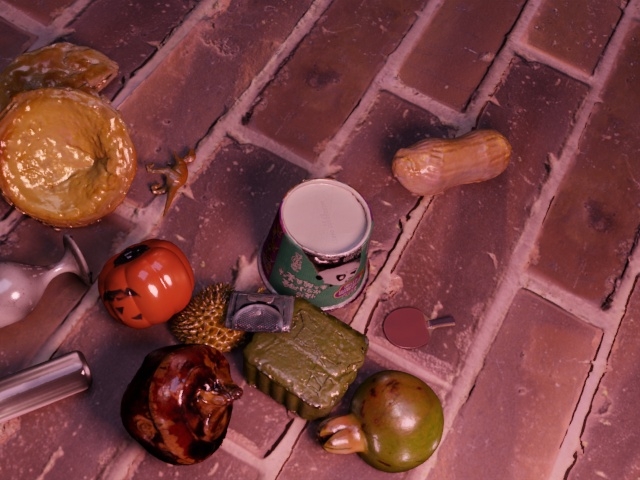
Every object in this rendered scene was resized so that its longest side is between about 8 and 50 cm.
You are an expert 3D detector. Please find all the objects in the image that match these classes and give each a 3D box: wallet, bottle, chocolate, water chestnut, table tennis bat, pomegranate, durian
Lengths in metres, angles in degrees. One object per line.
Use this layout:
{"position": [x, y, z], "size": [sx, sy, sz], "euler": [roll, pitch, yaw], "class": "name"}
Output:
{"position": [-0.119, 0.139, 1.692], "size": [0.129, 0.026, 0.088], "euler": [4, 54, 5], "class": "wallet"}
{"position": [-0.554, 0.289, 1.619], "size": [0.253, 0.079, 0.096], "euler": [-19, 102, -21], "class": "bottle"}
{"position": [0.307, -0.182, 2.022], "size": [0.309, 0.134, 0.134], "euler": [-11, 61, -21], "class": "chocolate"}
{"position": [-0.244, 0.293, 1.579], "size": [0.238, 0.224, 0.224], "euler": [1, 52, 30], "class": "water chestnut"}
{"position": [0.210, 0.183, 1.848], "size": [0.158, 0.014, 0.095], "euler": [-8, 59, -12], "class": "table tennis bat"}
{"position": [0.121, 0.330, 1.659], "size": [0.240, 0.159, 0.190], "euler": [12, 56, 1], "class": "pomegranate"}
{"position": [-0.191, 0.146, 1.753], "size": [0.208, 0.102, 0.146], "euler": [-28, 61, -28], "class": "durian"}

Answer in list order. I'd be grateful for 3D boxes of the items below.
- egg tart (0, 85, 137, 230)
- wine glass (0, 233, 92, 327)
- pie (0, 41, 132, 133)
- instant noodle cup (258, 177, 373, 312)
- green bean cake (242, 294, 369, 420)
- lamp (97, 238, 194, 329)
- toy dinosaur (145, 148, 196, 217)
{"position": [-0.541, -0.182, 1.829], "size": [0.314, 0.315, 0.120], "euler": [-1, 19, -10], "class": "egg tart"}
{"position": [-0.582, 0.085, 1.707], "size": [0.241, 0.126, 0.126], "euler": [-27, 67, -27], "class": "wine glass"}
{"position": [-0.595, -0.311, 1.974], "size": [0.337, 0.075, 0.338], "euler": [5, 60, -8], "class": "pie"}
{"position": [0.000, 0.000, 1.818], "size": [0.251, 0.190, 0.251], "euler": [5, 58, -7], "class": "instant noodle cup"}
{"position": [-0.029, 0.232, 1.718], "size": [0.214, 0.113, 0.200], "euler": [33, 58, 12], "class": "green bean cake"}
{"position": [-0.340, 0.092, 1.717], "size": [0.187, 0.164, 0.188], "euler": [-18, 23, 8], "class": "lamp"}
{"position": [-0.317, -0.131, 1.935], "size": [0.126, 0.039, 0.162], "euler": [-17, 64, -20], "class": "toy dinosaur"}
